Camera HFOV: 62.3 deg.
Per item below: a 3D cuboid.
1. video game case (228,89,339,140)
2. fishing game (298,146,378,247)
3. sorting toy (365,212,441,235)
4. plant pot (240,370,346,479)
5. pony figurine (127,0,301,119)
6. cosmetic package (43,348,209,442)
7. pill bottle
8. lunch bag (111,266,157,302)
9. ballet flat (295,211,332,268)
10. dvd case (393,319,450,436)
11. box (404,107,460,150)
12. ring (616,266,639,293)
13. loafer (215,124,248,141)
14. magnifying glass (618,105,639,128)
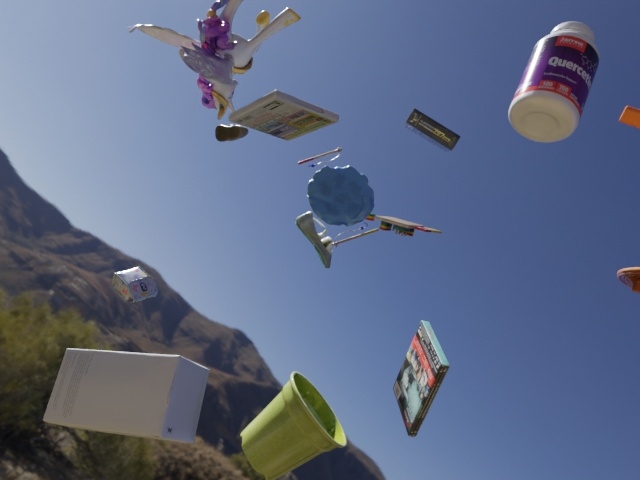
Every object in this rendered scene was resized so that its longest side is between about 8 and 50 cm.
[{"bbox_3d":[-0.094,-0.308,1.325,0.193,0.023,0.212,11,-12,-39],"label":"video game case"},{"bbox_3d":[0.054,-0.121,1.431,0.264,0.189,0.041,64,-18,13],"label":"fishing game"},{"bbox_3d":[0.286,-0.046,1.874,0.274,0.046,0.132,18,10,33],"label":"sorting toy"},{"bbox_3d":[-0.101,0.597,1.653,0.276,0.254,0.276,52,2,-3],"label":"plant pot"},{"bbox_3d":[-0.262,-0.515,1.382,0.303,0.363,0.351,43,14,29],"label":"pony figurine"},{"bbox_3d":[-0.492,0.394,1.352,0.365,0.197,0.155,0,-25,21],"label":"cosmetic package"},{"bbox_3d":[0.652,-0.443,1.460,0.181,0.323,0.181,23,-20,9],"label":"pill bottle"},{"bbox_3d":[-0.420,0.103,1.205,0.083,0.071,0.053,40,-60,23],"label":"lunch bag"},{"bbox_3d":[0.000,0.000,1.565,0.213,0.068,0.072,57,1,-37],"label":"ballet flat"},{"bbox_3d":[0.125,0.175,0.675,0.013,0.119,0.087,12,25,-13],"label":"dvd case"},{"bbox_3d":[0.384,-0.381,1.844,0.183,0.059,0.232,32,11,3],"label":"box"},{"bbox_3d":[0.597,0.097,0.734,0.336,0.032,0.336,16,-5,1],"label":"ring"},{"bbox_3d":[-0.284,-0.342,1.690,0.148,0.050,0.056,14,-76,44],"label":"loafer"},{"bbox_3d":[0.620,-0.172,0.877,0.231,0.026,0.092,26,-66,19],"label":"magnifying glass"}]
